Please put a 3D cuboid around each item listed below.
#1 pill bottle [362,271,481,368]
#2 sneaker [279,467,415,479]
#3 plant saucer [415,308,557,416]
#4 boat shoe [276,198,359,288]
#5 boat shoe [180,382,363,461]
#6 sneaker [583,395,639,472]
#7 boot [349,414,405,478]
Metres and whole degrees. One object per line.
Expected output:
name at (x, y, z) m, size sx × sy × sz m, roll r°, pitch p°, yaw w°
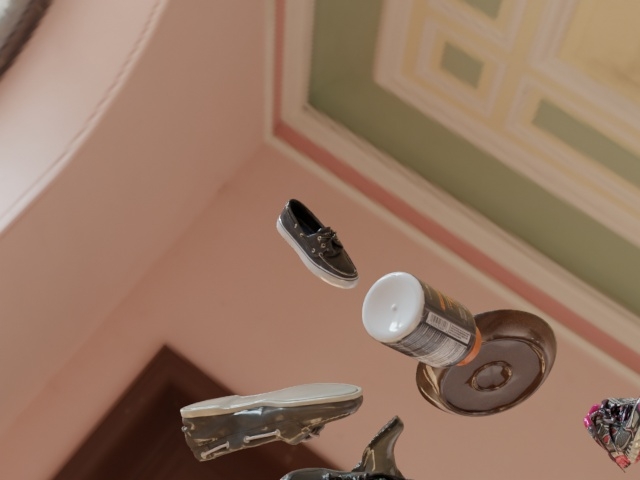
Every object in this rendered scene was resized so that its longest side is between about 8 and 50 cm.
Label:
pill bottle at (0.191, 0.152, 2.077) m, size 0.130 × 0.130 × 0.245 m, roll 17°, pitch -8°, yaw 41°
sneaker at (0.057, 0.447, 2.109) m, size 0.267 × 0.101 × 0.106 m, roll 9°, pitch -36°, yaw -20°
plant saucer at (0.355, 0.272, 2.449) m, size 0.050 × 0.310 × 0.311 m, roll -108°, pitch 174°, yaw -47°
boat shoe at (0.000, 0.000, 2.249) m, size 0.228 × 0.080 × 0.076 m, roll 48°, pitch -46°, yaw 35°
boat shoe at (-0.072, 0.290, 1.850) m, size 0.335 × 0.112 × 0.096 m, roll -11°, pitch -86°, yaw 30°
sneaker at (0.527, 0.320, 2.031) m, size 0.112 × 0.121 × 0.299 m, roll 38°, pitch -16°, yaw 13°
boot at (0.160, 0.502, 2.515) m, size 0.161 × 0.083 × 0.247 m, roll 35°, pitch -61°, yaw 12°
